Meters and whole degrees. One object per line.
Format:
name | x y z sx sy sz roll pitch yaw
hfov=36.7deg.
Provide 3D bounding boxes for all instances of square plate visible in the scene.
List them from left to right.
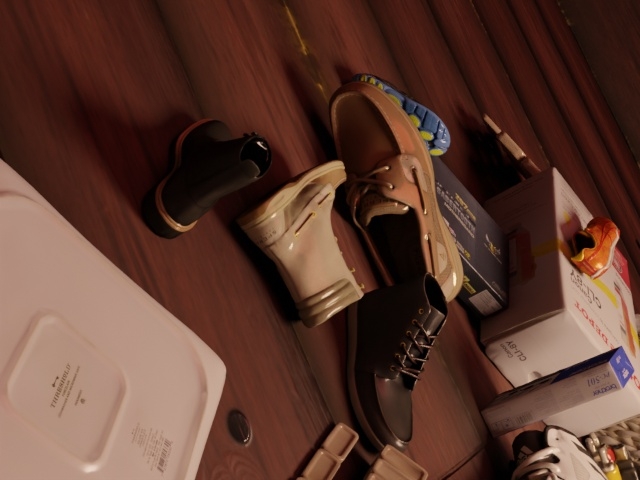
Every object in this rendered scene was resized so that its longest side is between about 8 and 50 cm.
square plate | -0.208 0.120 0.749 0.344 0.049 0.347 46 33 -26

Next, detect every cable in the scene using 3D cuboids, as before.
cable | 0.474 0.435 1.500 0.139 0.072 0.287 -20 96 -78

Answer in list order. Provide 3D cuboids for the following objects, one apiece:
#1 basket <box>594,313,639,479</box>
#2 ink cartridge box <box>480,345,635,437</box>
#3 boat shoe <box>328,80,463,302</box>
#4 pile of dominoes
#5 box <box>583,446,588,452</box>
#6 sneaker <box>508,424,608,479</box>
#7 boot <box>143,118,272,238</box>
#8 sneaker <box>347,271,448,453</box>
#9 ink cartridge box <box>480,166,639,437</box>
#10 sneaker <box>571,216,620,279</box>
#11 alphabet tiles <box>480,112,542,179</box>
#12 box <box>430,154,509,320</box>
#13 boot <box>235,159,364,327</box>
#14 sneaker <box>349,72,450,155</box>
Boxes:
basket | 0.706 0.337 1.705 0.331 0.328 0.266 35 77 -43
ink cartridge box | 0.344 0.220 1.398 0.097 0.207 0.046 -17 80 -61
boat shoe | 0.096 -0.062 1.327 0.110 0.121 0.341 -21 86 -62
pile of dominoes | 0.054 0.306 0.991 0.196 0.040 0.251 34 29 8
box | 0.448 0.469 1.514 0.183 0.056 0.231 50 31 -22
sneaker | 0.269 0.365 1.264 0.447 0.169 0.257 23 26 -40
boot | -0.095 -0.089 1.022 0.077 0.137 0.198 48 31 -25
sneaker | 0.099 0.142 1.159 0.083 0.118 0.222 32 40 -43
ink cartridge box | 0.416 0.105 1.666 0.279 0.160 0.385 47 32 -25
sneaker | 0.449 -0.004 1.585 0.067 0.064 0.175 44 29 -5
alphabet tiles | 0.415 -0.131 1.904 0.278 0.021 0.284 52 10 18
box | 0.215 -0.012 1.537 0.233 0.059 0.183 46 31 -23
boot | 0.000 0.000 1.164 0.165 0.077 0.213 59 34 -5
sneaker | 0.130 -0.206 1.525 0.188 0.067 0.078 36 25 1
